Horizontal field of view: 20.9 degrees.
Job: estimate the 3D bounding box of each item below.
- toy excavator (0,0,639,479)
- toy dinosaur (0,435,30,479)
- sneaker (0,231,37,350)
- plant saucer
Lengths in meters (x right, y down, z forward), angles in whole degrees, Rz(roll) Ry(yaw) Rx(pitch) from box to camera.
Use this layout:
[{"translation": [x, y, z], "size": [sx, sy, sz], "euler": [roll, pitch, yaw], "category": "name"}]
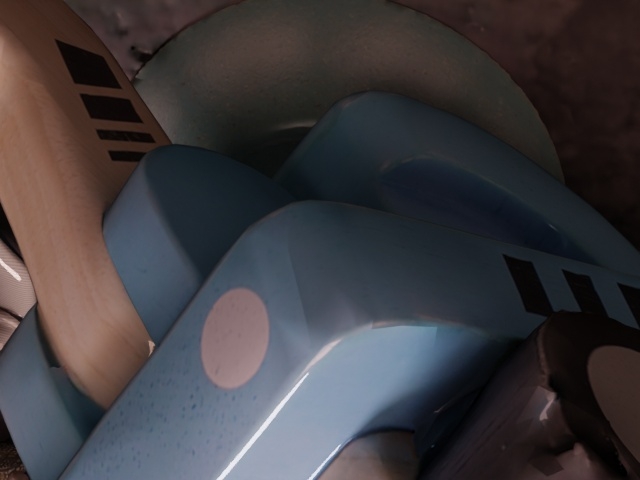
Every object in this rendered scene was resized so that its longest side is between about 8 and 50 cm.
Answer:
[{"translation": [-0.038, 0.020, 0.575], "size": [0.433, 0.445, 0.222], "euler": [14, 122, -42], "category": "toy excavator"}, {"translation": [-0.073, 0.142, 0.731], "size": [0.313, 0.121, 0.160], "euler": [26, 140, -11], "category": "toy dinosaur"}, {"translation": [-0.209, 0.050, 0.701], "size": [0.163, 0.086, 0.226], "euler": [35, 115, 13], "category": "sneaker"}, {"translation": [0.000, 0.000, 0.685], "size": [0.194, 0.037, 0.195], "euler": [4, 113, 9], "category": "plant saucer"}]
